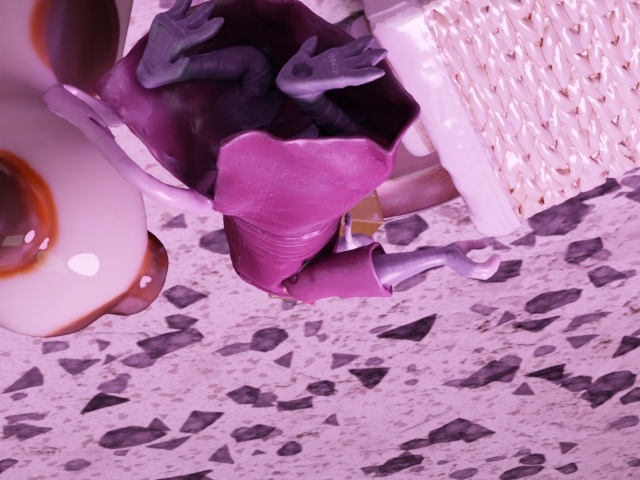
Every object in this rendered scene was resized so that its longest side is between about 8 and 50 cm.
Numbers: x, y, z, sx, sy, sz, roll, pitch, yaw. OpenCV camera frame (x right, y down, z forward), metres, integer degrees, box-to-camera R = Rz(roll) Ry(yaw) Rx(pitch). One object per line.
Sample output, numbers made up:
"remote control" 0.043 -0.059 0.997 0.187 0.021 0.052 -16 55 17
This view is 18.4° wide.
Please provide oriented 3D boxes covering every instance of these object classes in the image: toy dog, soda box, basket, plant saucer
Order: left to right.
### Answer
"toy dog" -0.257 -0.105 1.664 0.395 0.408 0.284 -21 151 16
"soda box" 0.000 0.000 2.229 0.061 0.058 0.181 5 148 -28
"plant saucer" 0.074 -0.117 2.158 0.310 0.050 0.310 -10 151 -6
"basket" 0.168 -0.246 1.649 0.266 0.328 0.331 -23 143 10

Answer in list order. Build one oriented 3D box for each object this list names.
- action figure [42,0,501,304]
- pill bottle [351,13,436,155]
"action figure" -0.028 -0.028 1.577 0.275 0.248 0.370 -35 154 -17
"pill bottle" 0.176 -0.202 1.920 0.264 0.153 0.153 -25 150 8
